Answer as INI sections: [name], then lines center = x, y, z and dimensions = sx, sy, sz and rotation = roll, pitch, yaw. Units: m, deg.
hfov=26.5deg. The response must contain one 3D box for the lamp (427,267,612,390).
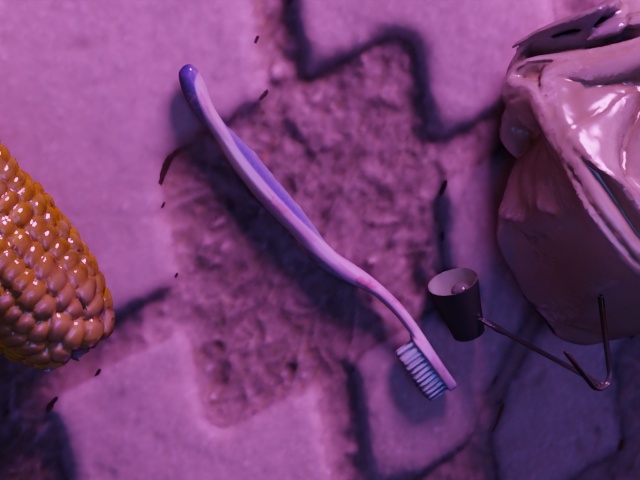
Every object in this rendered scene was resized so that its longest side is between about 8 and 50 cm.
[lamp]
center = 0.119, 0.055, 0.826
dimensions = 0.041, 0.121, 0.054
rotation = -36, 122, -31

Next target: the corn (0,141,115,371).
[corn]
center = -0.213, -0.045, 0.708
dimensions = 0.101, 0.101, 0.292
rotation = -42, 111, -4

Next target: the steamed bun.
[steamed bun]
center = 0.213, -0.046, 0.811
dimensions = 0.218, 0.144, 0.211
rotation = -26, 107, -11

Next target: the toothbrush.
[toothbrush]
center = 0.000, 0.000, 0.823
dimensions = 0.027, 0.021, 0.269
rotation = -43, 110, -10
